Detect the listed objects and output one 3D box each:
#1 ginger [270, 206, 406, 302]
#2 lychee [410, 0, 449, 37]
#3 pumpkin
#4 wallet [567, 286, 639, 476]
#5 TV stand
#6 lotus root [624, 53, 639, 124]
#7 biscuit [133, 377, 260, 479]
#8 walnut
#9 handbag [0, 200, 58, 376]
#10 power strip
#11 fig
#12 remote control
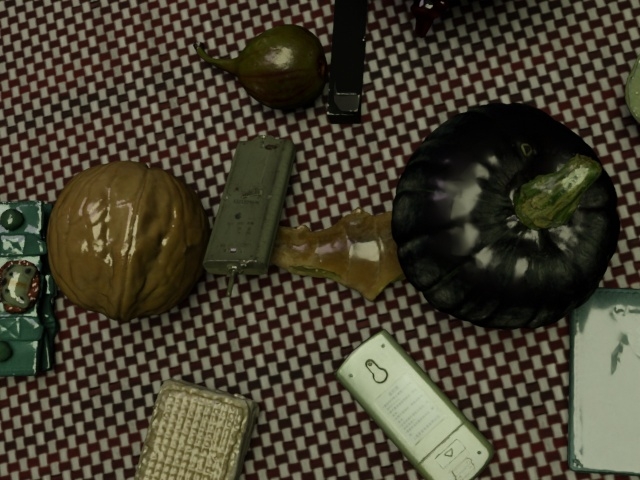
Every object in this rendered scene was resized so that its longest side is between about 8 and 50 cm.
[{"bbox_3d":[0.000,0.000,1.177,0.295,0.086,0.131,15,98,16],"label":"ginger"},{"bbox_3d":[0.167,-0.514,1.096,0.425,0.499,0.424,1,39,-1],"label":"lychee"},{"bbox_3d":[0.240,-0.029,1.039,0.296,0.296,0.295,-2,78,8],"label":"pumpkin"},{"bbox_3d":[0.472,0.185,1.082,0.291,0.054,0.251,2,75,14],"label":"wallet"},{"bbox_3d":[0.043,-0.303,1.249,0.049,0.040,0.256,3,79,9],"label":"TV stand"},{"bbox_3d":[0.521,-0.202,1.141,0.183,0.078,0.203,25,76,26],"label":"lotus root"},{"bbox_3d":[-0.201,0.407,1.123,0.144,0.078,0.425,13,81,10],"label":"biscuit"},{"bbox_3d":[-0.264,0.002,1.152,0.228,0.228,0.227,-2,78,8],"label":"walnut"},{"bbox_3d":[-0.531,0.070,1.230,0.274,0.100,0.268,-2,77,9],"label":"handbag"},{"bbox_3d":[-0.100,-0.037,1.168,0.092,0.034,0.267,-1,56,18],"label":"power strip"},{"bbox_3d":[-0.103,-0.266,1.234,0.236,0.124,0.124,15,81,23],"label":"fig"},{"bbox_3d":[0.126,0.233,1.130,0.098,0.038,0.233,-42,75,-2],"label":"remote control"}]
